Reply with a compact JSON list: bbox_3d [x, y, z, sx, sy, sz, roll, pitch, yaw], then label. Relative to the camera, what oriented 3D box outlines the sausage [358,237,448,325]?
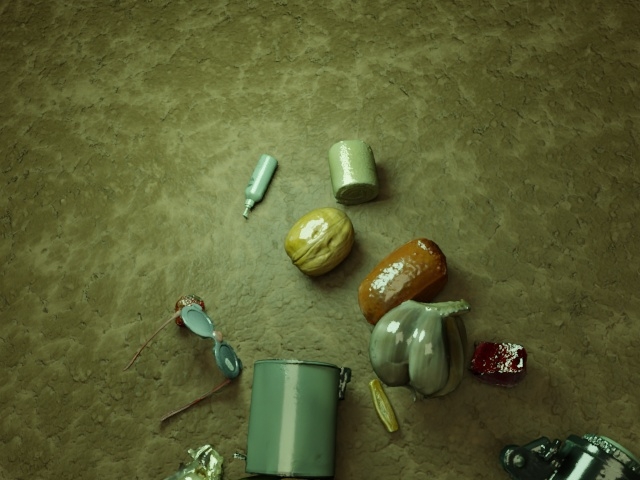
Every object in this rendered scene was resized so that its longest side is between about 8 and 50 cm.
[{"bbox_3d":[0.212,0.111,1.596,0.268,0.153,0.141,-40,60,-6],"label":"sausage"}]

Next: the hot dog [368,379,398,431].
[{"bbox_3d":[0.156,0.422,1.565,0.044,0.028,0.137,-16,70,-24],"label":"hot dog"}]

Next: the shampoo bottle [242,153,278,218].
[{"bbox_3d":[-0.186,-0.158,1.804,0.056,0.056,0.195,18,75,14],"label":"shampoo bottle"}]

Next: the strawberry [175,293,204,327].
[{"bbox_3d":[-0.368,0.195,1.703,0.083,0.083,0.096,32,88,18],"label":"strawberry"}]

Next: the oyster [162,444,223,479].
[{"bbox_3d":[-0.353,0.674,1.519,0.271,0.100,0.275,-17,58,-2],"label":"oyster"}]

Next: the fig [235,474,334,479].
[{"bbox_3d":[-0.126,0.674,1.442,0.314,0.233,0.233,8,67,-33],"label":"fig"}]

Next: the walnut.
[{"bbox_3d":[0.000,0.000,1.668,0.165,0.165,0.197,40,81,19],"label":"walnut"}]

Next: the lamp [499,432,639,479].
[{"bbox_3d":[0.597,0.574,1.351,0.272,0.205,0.374,-30,79,-5],"label":"lamp"}]

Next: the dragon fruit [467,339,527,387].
[{"bbox_3d":[0.456,0.311,1.531,0.147,0.096,0.102,-5,56,40],"label":"dragon fruit"}]

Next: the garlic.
[{"bbox_3d":[0.249,0.269,1.503,0.210,0.237,0.291,16,92,33],"label":"garlic"}]

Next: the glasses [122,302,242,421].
[{"bbox_3d":[-0.369,0.325,1.645,0.268,0.118,0.234,-36,93,16],"label":"glasses"}]

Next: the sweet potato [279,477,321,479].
[{"bbox_3d":[0.040,0.620,1.399,0.385,0.109,0.109,30,74,-27],"label":"sweet potato"}]

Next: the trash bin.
[{"bbox_3d":[-0.067,0.433,1.496,0.277,0.217,0.262,4,72,-5],"label":"trash bin"}]

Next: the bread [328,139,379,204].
[{"bbox_3d":[0.092,-0.190,1.721,0.134,0.148,0.141,-3,71,-12],"label":"bread"}]
